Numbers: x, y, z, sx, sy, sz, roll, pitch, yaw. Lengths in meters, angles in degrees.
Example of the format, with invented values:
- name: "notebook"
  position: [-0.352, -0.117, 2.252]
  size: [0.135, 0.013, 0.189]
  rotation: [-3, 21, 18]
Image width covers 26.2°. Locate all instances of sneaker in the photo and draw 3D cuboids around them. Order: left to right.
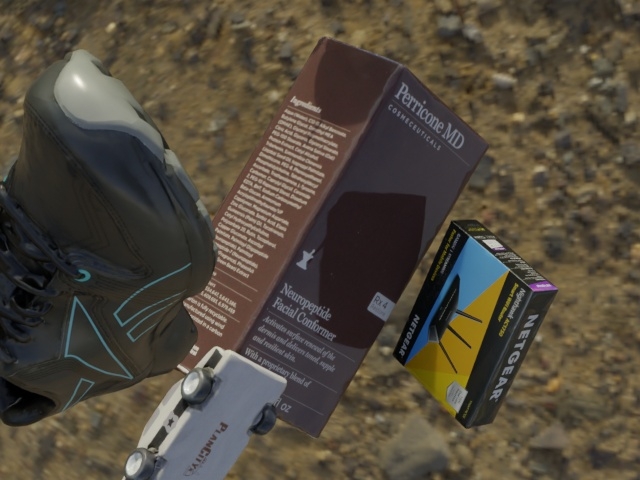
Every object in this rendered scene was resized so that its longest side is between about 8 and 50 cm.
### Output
- name: "sneaker"
  position: [-0.113, 0.018, 0.633]
  size: [0.106, 0.267, 0.101]
  rotation: [-32, 69, -20]

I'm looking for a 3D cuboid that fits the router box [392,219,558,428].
- name: "router box"
  position: [0.159, 0.087, 1.449]
  size: [0.046, 0.133, 0.179]
  rotation: [-4, 125, -41]

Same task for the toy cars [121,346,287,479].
- name: "toy cars"
  position: [-0.123, 0.279, 1.382]
  size: [0.176, 0.087, 0.394]
  rotation: [-13, 116, -25]

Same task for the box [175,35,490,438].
- name: "box"
  position: [0.000, 0.000, 1.468]
  size: [0.191, 0.143, 0.381]
  rotation: [33, 84, -47]
